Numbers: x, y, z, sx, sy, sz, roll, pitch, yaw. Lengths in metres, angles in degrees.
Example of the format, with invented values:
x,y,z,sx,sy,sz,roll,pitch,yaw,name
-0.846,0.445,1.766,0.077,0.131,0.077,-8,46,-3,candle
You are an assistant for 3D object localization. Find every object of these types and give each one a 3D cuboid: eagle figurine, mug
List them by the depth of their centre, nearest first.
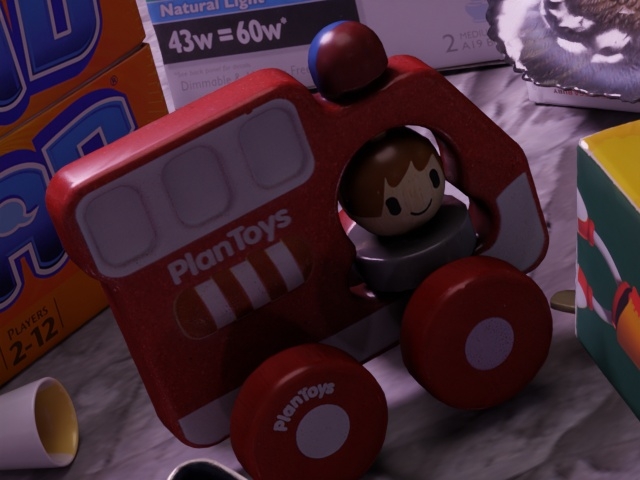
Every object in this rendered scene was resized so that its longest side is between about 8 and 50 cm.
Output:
x,y,z,sx,sy,sz,roll,pitch,yaw,name
-0.206,0.134,1.364,0.064,0.078,0.062,-14,60,19,mug
0.286,-0.206,1.549,0.226,0.225,0.298,24,-7,-11,eagle figurine

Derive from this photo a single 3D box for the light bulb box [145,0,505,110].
x,y,z,sx,sy,sz,roll,pitch,yaw,name
0.030,-0.319,1.871,0.358,0.225,0.361,-7,30,12,light bulb box

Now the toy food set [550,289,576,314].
x,y,z,sx,sy,sz,roll,pitch,yaw,name
0.249,0.026,1.362,0.132,0.038,0.192,13,33,29,toy food set

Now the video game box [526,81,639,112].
x,y,z,sx,sy,sz,roll,pitch,yaw,name
0.303,-0.173,1.673,0.187,0.048,0.205,12,38,35,video game box

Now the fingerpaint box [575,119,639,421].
x,y,z,sx,sy,sz,roll,pitch,yaw,name
0.412,0.045,1.012,0.445,0.163,0.371,-19,44,-15,fingerpaint box

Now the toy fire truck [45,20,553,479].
x,y,z,sx,sy,sz,roll,pitch,yaw,name
0.000,0.000,1.273,0.302,0.254,0.169,-28,31,-13,toy fire truck

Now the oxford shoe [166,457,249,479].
x,y,z,sx,sy,sz,roll,pitch,yaw,name
0.007,0.243,0.960,0.140,0.146,0.397,-24,31,-22,oxford shoe

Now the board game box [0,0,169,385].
x,y,z,sx,sy,sz,roll,pitch,yaw,name
-0.372,-0.095,1.523,0.356,0.356,0.356,13,38,39,board game box
